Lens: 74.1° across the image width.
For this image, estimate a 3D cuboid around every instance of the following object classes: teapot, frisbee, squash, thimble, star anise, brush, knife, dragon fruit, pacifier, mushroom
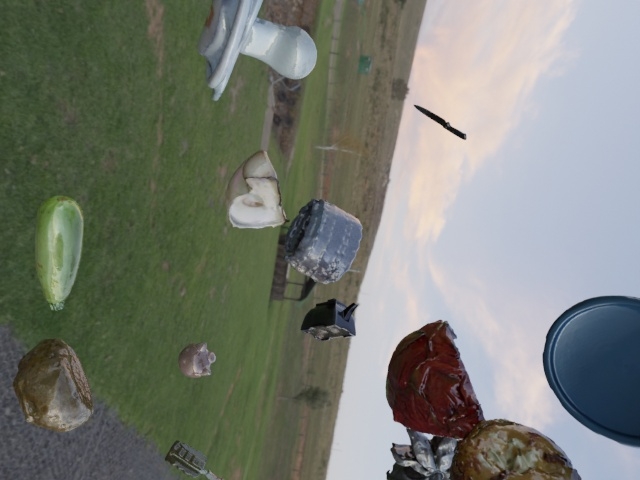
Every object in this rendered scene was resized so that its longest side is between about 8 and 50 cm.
[{"bbox_3d":[0.024,0.196,1.099,0.177,0.087,0.096,-20,-132,38],"label":"teapot"},{"bbox_3d":[0.592,0.249,0.826,0.289,0.049,0.289,1,-88,45],"label":"frisbee"},{"bbox_3d":[-0.731,0.039,1.186,0.118,0.118,0.370,-84,-166,-60],"label":"squash"},{"bbox_3d":[0.000,0.000,1.238,0.205,0.172,0.236,-43,-154,50],"label":"thimble"},{"bbox_3d":[0.355,0.645,1.225,0.316,0.359,0.139,56,11,-19],"label":"star anise"},{"bbox_3d":[-0.399,0.808,1.480,0.084,0.301,0.071,-56,-178,4],"label":"brush"},{"bbox_3d":[0.312,-0.313,1.109,0.010,0.170,0.023,-40,159,-32],"label":"knife"},{"bbox_3d":[0.338,0.382,1.121,0.330,0.240,0.302,-139,-123,-69],"label":"dragon fruit"},{"bbox_3d":[-0.108,-0.357,0.779,0.279,0.207,0.227,-47,-145,42],"label":"pacifier"},{"bbox_3d":[-0.200,-0.149,1.163,0.236,0.162,0.173,87,-22,-61],"label":"mushroom"}]

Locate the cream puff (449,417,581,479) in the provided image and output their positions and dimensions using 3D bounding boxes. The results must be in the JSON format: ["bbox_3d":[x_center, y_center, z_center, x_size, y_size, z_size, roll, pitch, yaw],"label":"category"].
[{"bbox_3d":[0.378,0.478,0.828,0.240,0.240,0.164,-86,171,-67],"label":"cream puff"}]

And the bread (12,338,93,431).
[{"bbox_3d":[-0.641,0.355,1.021,0.230,0.123,0.230,46,-31,38],"label":"bread"}]

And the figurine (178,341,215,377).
[{"bbox_3d":[-0.458,0.440,1.560,0.125,0.138,0.125,39,43,-47],"label":"figurine"}]
